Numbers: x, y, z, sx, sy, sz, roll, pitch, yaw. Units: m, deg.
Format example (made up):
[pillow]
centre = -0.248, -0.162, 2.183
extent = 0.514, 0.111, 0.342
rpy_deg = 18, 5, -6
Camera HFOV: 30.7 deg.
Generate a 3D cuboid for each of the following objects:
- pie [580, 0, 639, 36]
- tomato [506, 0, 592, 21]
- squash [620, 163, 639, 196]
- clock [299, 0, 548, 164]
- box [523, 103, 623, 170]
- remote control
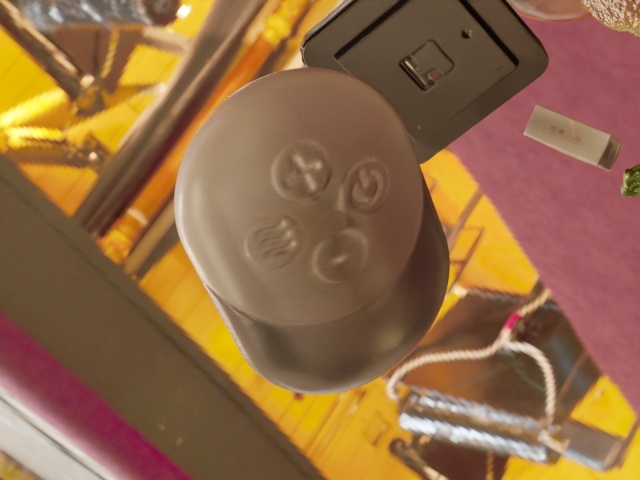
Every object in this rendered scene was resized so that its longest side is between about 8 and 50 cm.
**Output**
[pie]
centre = 0.381, -0.331, 1.373
extent = 0.205, 0.084, 0.179
rpy_deg = 43, 146, 34
[tomato]
centre = 0.352, -0.470, 1.670
extent = 0.341, 0.272, 0.341
rpy_deg = 14, 156, 6
[squash]
centre = 0.492, -0.066, 1.228
extent = 0.371, 0.118, 0.118
rpy_deg = 3, 160, -5
[clock]
centre = 0.151, -0.264, 1.674
extent = 0.279, 0.273, 0.049
rpy_deg = 42, -158, -26
[box]
centre = 0.479, -0.190, 2.188
extent = 0.149, 0.067, 0.233
rpy_deg = 29, -170, 18
[remote control]
centre = 0.000, 0.000, 1.039
extent = 0.103, 0.221, 0.332
rpy_deg = 49, 166, 54
